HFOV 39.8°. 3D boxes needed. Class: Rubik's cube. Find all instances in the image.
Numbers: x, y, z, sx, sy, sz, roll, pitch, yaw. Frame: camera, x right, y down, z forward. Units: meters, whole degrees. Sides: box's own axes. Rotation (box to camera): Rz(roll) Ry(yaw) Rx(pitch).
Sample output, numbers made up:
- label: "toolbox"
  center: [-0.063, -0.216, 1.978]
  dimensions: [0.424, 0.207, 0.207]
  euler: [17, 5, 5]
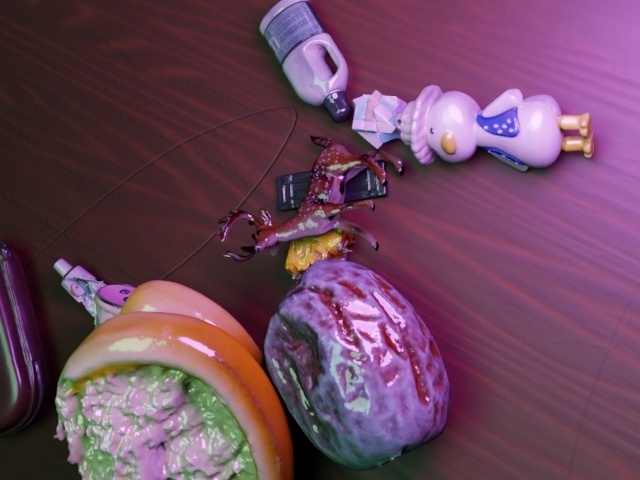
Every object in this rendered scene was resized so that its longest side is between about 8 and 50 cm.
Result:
- label: "Rubik's cube"
  center: [0.090, -0.189, 1.368]
  dimensions: [0.075, 0.073, 0.084]
  euler: [-12, 75, 27]

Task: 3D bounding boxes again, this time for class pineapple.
- label: "pineapple"
  center: [0.000, 0.000, 1.428]
  dimensions: [0.137, 0.069, 0.116]
  euler: [-35, 65, 15]

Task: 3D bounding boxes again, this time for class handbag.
- label: "handbag"
  center: [-0.302, 0.162, 1.528]
  dimensions: [0.205, 0.179, 0.117]
  euler: [15, 100, 3]

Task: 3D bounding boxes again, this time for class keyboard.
- label: "keyboard"
  center: [0.016, -0.090, 1.445]
  dimensions: [0.204, 0.013, 0.061]
  euler: [-7, 84, 31]

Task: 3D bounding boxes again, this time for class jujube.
- label: "jujube"
  center: [0.050, 0.174, 1.298]
  dimensions: [0.246, 0.215, 0.308]
  euler: [-39, 71, 48]

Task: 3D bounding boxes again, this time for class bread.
- label: "bread"
  center: [-0.216, 0.287, 1.361]
  dimensions: [0.328, 0.245, 0.424]
  euler: [-24, 110, -1]

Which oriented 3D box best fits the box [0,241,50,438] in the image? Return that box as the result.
- label: "box"
  center: [-0.679, 0.199, 1.792]
  dimensions: [0.263, 0.108, 0.404]
  euler: [-25, 75, 27]

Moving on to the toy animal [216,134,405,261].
- label: "toy animal"
  center: [-0.014, -0.053, 1.384]
  dimensions: [0.259, 0.087, 0.244]
  euler: [8, 56, 33]

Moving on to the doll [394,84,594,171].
- label: "doll"
  center: [0.237, -0.158, 1.256]
  dimensions: [0.293, 0.138, 0.119]
  euler: [10, 52, 29]

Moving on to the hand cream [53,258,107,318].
- label: "hand cream"
  center: [-0.416, 0.127, 1.674]
  dimensions: [0.257, 0.050, 0.084]
  euler: [42, 109, 16]

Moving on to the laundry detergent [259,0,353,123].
- label: "laundry detergent"
  center: [-0.013, -0.288, 1.438]
  dimensions: [0.099, 0.070, 0.226]
  euler: [-36, 70, 18]
